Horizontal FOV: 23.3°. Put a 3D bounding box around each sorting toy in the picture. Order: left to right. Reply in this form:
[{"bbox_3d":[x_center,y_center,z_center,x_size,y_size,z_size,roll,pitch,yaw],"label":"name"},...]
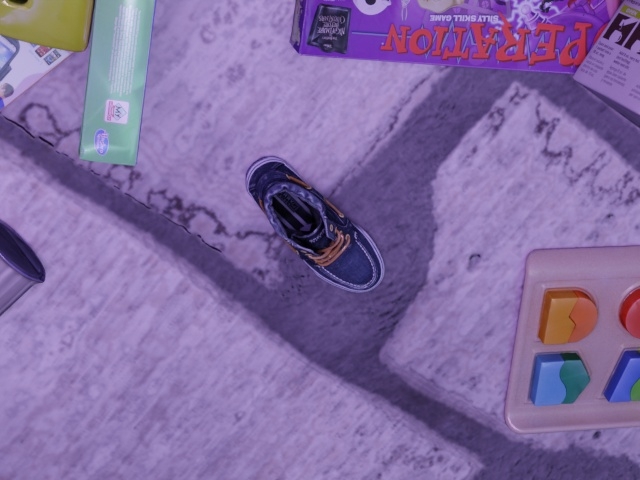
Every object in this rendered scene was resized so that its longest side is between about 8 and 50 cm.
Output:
[{"bbox_3d":[0.297,0.108,1.631,0.193,0.038,0.208,-2,113,-13],"label":"sorting toy"}]

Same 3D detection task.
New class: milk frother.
[{"bbox_3d":[-0.340,0.045,1.385,0.135,0.143,0.129,-43,109,9],"label":"milk frother"}]

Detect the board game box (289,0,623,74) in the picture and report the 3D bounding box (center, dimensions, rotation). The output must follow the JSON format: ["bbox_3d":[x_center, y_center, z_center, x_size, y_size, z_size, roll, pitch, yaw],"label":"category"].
[{"bbox_3d":[0.155,-0.263,1.433,0.346,0.056,0.208,1,117,-15],"label":"board game box"}]

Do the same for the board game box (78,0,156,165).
[{"bbox_3d":[-0.141,-0.237,1.180,0.046,0.213,0.317,7,107,-8],"label":"board game box"}]

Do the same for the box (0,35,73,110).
[{"bbox_3d":[-0.285,-0.167,1.372,0.136,0.028,0.081,-37,116,5],"label":"box"}]

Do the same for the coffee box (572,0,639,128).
[{"bbox_3d":[0.397,-0.221,1.438,0.168,0.119,0.297,29,97,-35],"label":"coffee box"}]

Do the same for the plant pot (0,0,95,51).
[{"bbox_3d":[-0.269,-0.293,1.220,0.207,0.227,0.228,6,112,-9],"label":"plant pot"}]

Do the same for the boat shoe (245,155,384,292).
[{"bbox_3d":[0.000,0.000,1.484,0.065,0.083,0.183,-44,116,7],"label":"boat shoe"}]
